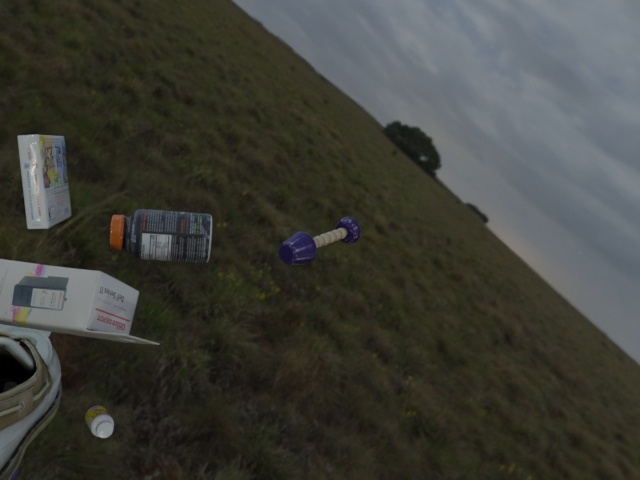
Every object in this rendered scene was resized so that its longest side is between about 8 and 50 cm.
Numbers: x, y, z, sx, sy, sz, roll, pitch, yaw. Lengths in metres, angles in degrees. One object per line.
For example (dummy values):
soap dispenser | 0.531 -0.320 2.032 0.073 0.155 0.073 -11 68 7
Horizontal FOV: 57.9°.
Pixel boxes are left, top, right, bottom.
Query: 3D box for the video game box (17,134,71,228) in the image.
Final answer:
video game box | -0.583 -0.130 1.232 0.048 0.187 0.205 -1 9 -11

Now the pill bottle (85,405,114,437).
pill bottle | -0.428 0.354 1.125 0.043 0.043 0.083 34 -14 -31

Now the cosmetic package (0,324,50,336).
cosmetic package | -0.829 0.300 1.451 0.155 0.365 0.197 38 23 -16

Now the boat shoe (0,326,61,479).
boat shoe | -0.332 0.147 0.602 0.113 0.104 0.302 9 12 -19

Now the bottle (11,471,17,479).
bottle | -0.817 0.569 1.309 0.118 0.092 0.283 44 8 0

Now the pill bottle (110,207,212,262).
pill bottle | -0.404 -0.014 1.472 0.245 0.131 0.130 5 23 -14

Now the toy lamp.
toy lamp | 0.000 0.000 1.369 0.080 0.080 0.274 44 33 15

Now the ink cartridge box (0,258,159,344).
ink cartridge box | -0.511 0.125 1.167 0.353 0.119 0.207 7 -15 6
